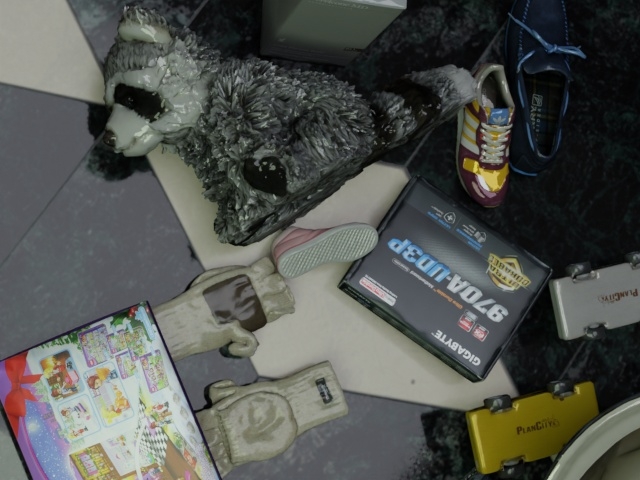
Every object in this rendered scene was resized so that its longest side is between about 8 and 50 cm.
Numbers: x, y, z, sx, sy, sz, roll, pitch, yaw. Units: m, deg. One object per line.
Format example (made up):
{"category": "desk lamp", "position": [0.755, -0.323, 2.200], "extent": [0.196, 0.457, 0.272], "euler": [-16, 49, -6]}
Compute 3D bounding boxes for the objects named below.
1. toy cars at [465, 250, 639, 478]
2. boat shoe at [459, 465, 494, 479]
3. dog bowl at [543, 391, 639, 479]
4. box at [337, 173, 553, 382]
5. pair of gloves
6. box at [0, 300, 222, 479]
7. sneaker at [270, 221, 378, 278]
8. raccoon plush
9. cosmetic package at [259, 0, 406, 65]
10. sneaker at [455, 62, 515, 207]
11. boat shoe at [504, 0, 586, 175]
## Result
{"category": "toy cars", "position": [0.315, 0.155, 1.887], "extent": [0.176, 0.087, 0.394], "euler": [41, 71, -16]}
{"category": "boat shoe", "position": [0.166, 0.369, 1.830], "extent": [0.083, 0.065, 0.183], "euler": [48, 67, -4]}
{"category": "dog bowl", "position": [0.445, 0.365, 1.746], "extent": [0.407, 0.150, 0.408], "euler": [0, 91, 4]}
{"category": "box", "position": [0.159, 0.048, 1.859], "extent": [0.220, 0.051, 0.175], "euler": [36, 76, -2]}
{"category": "pair of gloves", "position": [-0.100, 0.152, 1.791], "extent": [0.204, 0.042, 0.240], "euler": [-29, 89, -16]}
{"category": "box", "position": [-0.240, 0.242, 1.713], "extent": [0.200, 0.057, 0.293], "euler": [-22, 89, -4]}
{"category": "sneaker", "position": [0.000, 0.000, 1.816], "extent": [0.134, 0.070, 0.051], "euler": [-19, 120, -12]}
{"category": "raccoon plush", "position": [-0.062, -0.189, 1.805], "extent": [0.446, 0.216, 0.299], "euler": [-28, 80, -39]}
{"category": "cosmetic package", "position": [0.013, -0.297, 1.775], "extent": [0.127, 0.238, 0.107], "euler": [6, 81, -14]}
{"category": "sneaker", "position": [0.217, -0.137, 1.892], "extent": [0.069, 0.084, 0.186], "euler": [-5, 84, -16]}
{"category": "boat shoe", "position": [0.302, -0.216, 1.923], "extent": [0.109, 0.089, 0.258], "euler": [0, 83, -16]}
